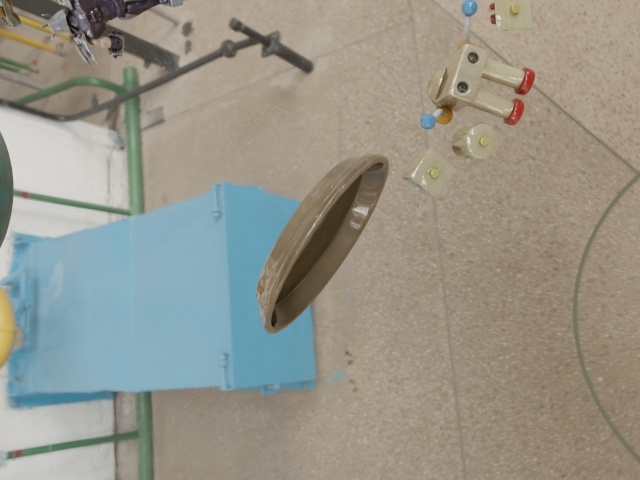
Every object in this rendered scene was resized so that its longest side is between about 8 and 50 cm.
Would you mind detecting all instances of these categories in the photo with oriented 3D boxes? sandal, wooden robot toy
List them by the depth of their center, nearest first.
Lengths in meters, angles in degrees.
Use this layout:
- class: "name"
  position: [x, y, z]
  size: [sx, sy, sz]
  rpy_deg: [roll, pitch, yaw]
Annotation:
- class: "wooden robot toy"
  position: [0.117, -0.115, 0.505]
  size: [0.079, 0.076, 0.173]
  rpy_deg: [-155, 85, -79]
- class: "sandal"
  position: [-0.513, -0.376, 0.951]
  size: [0.049, 0.180, 0.072]
  rpy_deg: [-37, 90, -15]

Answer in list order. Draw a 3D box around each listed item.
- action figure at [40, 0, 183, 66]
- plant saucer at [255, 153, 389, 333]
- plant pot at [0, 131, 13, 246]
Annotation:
- class: "action figure"
  position: [-0.360, -0.424, 1.099]
  size: [0.099, 0.285, 0.185]
  rpy_deg: [44, 155, 36]
- class: "plant saucer"
  position: [0.000, 0.000, 0.820]
  size: [0.041, 0.278, 0.278]
  rpy_deg: [33, 105, 12]
- class: "plant pot"
  position: [-0.498, -0.056, 0.593]
  size: [0.293, 0.235, 0.293]
  rpy_deg: [0, 91, 4]
